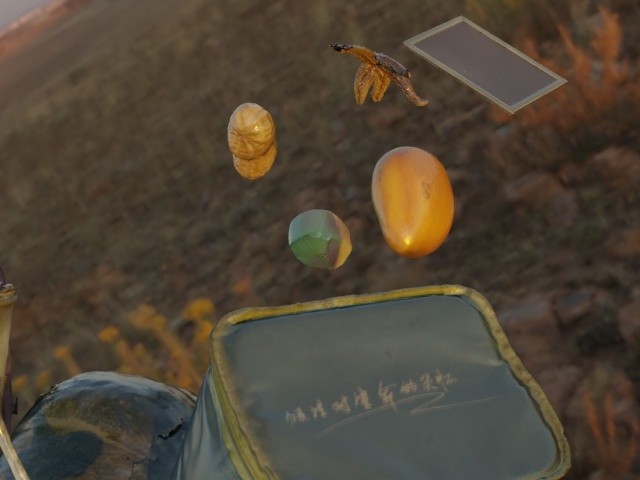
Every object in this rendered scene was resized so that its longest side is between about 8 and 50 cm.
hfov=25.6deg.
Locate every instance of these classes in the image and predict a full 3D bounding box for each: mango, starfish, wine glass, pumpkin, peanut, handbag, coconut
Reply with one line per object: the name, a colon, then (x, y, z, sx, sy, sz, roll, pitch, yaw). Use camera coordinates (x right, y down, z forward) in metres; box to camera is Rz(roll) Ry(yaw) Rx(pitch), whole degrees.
mango: (0.140, -0.054, 2.188, 0.112, 0.145, 0.219, -35, 31, 34)
starfish: (0.063, -0.202, 1.626, 0.133, 0.130, 0.041, -3, 56, 51)
wine glass: (-0.240, 0.138, 1.034, 0.122, 0.183, 0.122, -25, -2, -1)
pumpkin: (-0.174, 0.289, 1.268, 0.257, 0.291, 0.328, -1, 62, 35)
peanut: (-0.070, -0.101, 1.448, 0.054, 0.054, 0.113, -36, -22, -16)
handbag: (0.022, 0.187, 1.019, 0.263, 0.222, 0.241, -6, -41, -25)
coconut: (0.000, 0.000, 1.829, 0.083, 0.082, 0.081, 2, 37, 1)

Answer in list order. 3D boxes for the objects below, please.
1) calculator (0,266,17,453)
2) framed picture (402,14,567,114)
calculator: (-0.370, 0.163, 1.467, 0.043, 0.294, 0.194, 10, 29, 7)
framed picture: (0.217, -0.232, 1.859, 0.142, 0.183, 0.011, -31, -32, -44)
